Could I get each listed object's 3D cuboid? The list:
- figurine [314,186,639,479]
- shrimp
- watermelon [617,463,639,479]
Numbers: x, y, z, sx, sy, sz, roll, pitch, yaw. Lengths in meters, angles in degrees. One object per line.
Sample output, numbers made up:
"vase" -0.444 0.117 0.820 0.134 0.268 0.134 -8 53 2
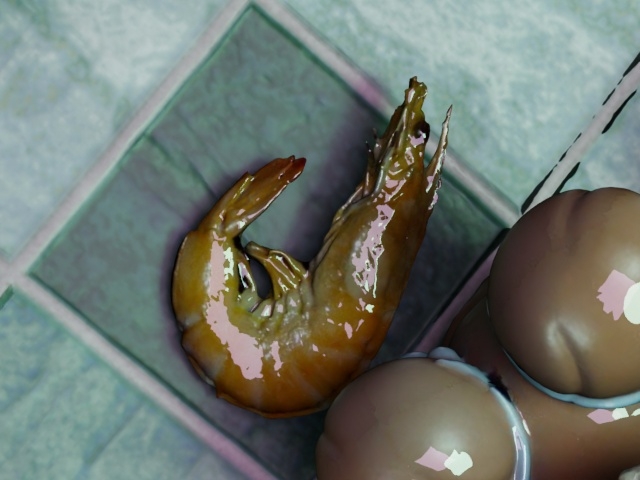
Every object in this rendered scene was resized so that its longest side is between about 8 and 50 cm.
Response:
"figurine" 0.209 0.156 1.056 0.388 0.248 0.276 43 104 -7
"shrimp" 0.000 0.000 1.087 0.150 0.068 0.249 35 86 -6
"watermelon" 0.270 0.216 0.875 0.193 0.310 0.232 -8 77 4
